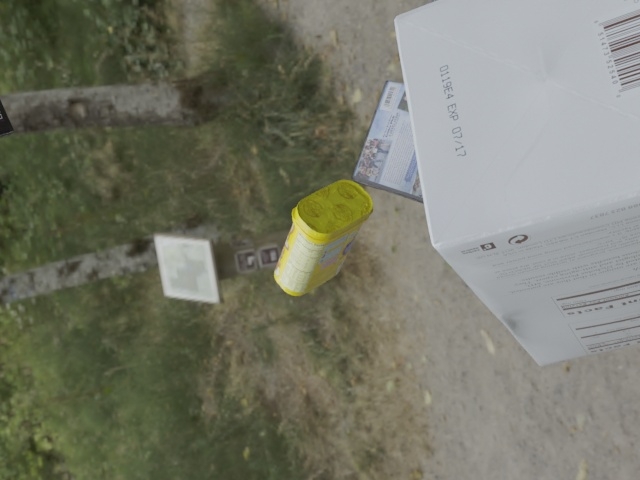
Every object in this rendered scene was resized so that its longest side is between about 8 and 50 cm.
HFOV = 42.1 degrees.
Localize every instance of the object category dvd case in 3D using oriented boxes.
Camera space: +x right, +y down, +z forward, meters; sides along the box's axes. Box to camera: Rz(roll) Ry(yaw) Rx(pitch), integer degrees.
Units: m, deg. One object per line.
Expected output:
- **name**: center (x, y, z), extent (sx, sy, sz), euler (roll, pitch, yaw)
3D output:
- **dvd case**: center (0.159, -0.154, 1.320), extent (0.253, 0.022, 0.181), euler (24, 96, 51)

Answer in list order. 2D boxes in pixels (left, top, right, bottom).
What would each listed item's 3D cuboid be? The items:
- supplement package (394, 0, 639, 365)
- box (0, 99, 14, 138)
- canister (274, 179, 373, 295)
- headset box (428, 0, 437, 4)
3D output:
- **supplement package**: center (0.152, -0.031, 0.476), extent (0.244, 0.133, 0.139), euler (39, -140, -57)
- **box**: center (-0.438, -0.178, 0.944), extent (0.029, 0.116, 0.162), euler (-14, 100, 57)
- **canister**: center (0.000, 0.000, 1.272), extent (0.073, 0.126, 0.170), euler (47, 143, 19)
- **headset box**: center (0.104, -0.185, 0.633), extent (0.062, 0.032, 0.083), euler (-46, -24, -64)
